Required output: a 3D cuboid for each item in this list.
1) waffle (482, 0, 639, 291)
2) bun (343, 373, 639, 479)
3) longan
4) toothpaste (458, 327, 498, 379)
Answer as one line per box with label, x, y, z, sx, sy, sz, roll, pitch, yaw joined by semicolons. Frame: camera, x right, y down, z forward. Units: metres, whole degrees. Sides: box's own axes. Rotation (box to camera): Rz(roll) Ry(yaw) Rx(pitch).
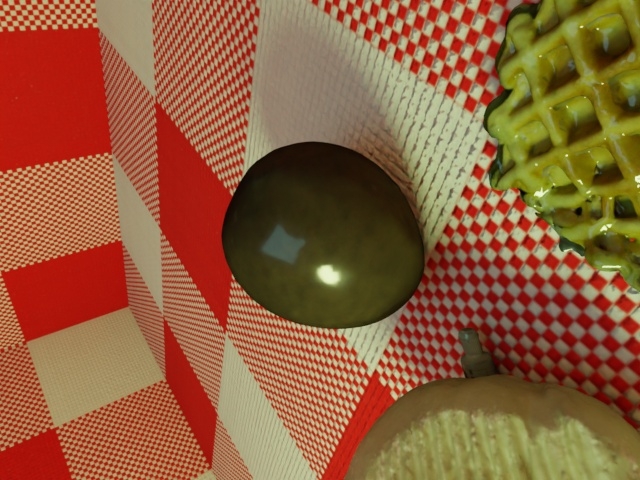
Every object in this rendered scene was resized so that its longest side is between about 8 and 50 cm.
waffle;0.265;-0.102;0.369;0.317;0.073;0.297;44;140;40
bun;0.185;0.322;0.505;0.365;0.219;0.366;-15;62;29
longan;0.000;0.000;0.676;0.300;0.243;0.300;42;174;6
toothpaste;0.226;0.233;0.635;0.067;0.037;0.256;-11;100;52
